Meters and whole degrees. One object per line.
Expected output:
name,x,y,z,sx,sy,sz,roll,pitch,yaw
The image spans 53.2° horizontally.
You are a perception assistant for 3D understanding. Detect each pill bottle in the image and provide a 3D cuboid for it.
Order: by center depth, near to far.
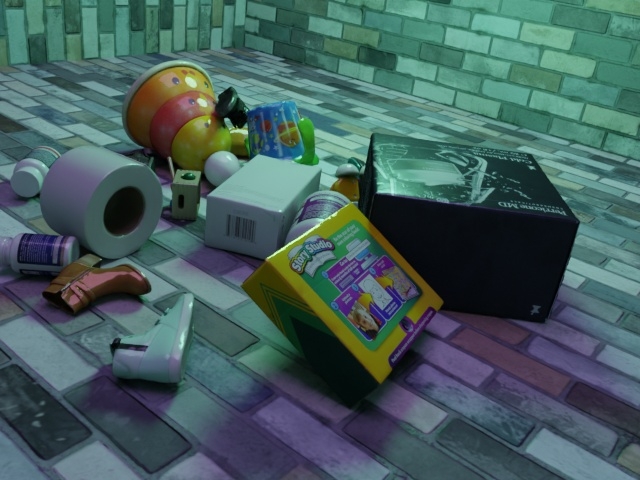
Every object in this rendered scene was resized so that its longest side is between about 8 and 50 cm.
pill bottle,-0.649,0.031,1.464,0.169,0.094,0.094,5,26,-7
pill bottle,0.000,0.000,1.618,0.169,0.169,0.302,9,26,4
pill bottle,-0.827,-0.198,1.862,0.107,0.108,0.180,5,26,-5

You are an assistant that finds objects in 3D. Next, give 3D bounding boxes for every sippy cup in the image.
sippy cup,-0.141,-0.335,2.109,0.305,0.224,0.240,-10,7,18

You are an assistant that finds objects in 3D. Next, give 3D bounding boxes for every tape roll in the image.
tape roll,-0.537,-0.096,1.584,0.169,0.246,0.246,21,29,28

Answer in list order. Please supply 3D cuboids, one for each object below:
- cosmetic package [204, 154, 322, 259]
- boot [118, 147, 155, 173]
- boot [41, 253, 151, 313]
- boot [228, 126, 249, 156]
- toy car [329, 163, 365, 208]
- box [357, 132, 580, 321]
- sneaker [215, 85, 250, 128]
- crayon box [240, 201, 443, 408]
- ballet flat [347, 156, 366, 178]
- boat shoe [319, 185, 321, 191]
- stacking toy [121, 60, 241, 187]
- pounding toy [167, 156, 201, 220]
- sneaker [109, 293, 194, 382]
cosmetic package,-0.152,-0.104,1.808,0.217,0.156,0.385,14,26,13
boot,-0.640,-0.224,2.013,0.228,0.091,0.263,-7,25,-16
boot,-0.485,0.110,1.394,0.197,0.073,0.152,15,34,14
boot,-0.213,-0.338,2.318,0.295,0.104,0.211,-13,33,-44
toy car,0.116,-0.153,2.019,0.181,0.159,0.136,-2,-9,-18
box,0.346,-0.054,1.690,0.479,0.298,0.472,7,28,0
sneaker,-0.281,-0.426,2.115,0.087,0.130,0.227,-36,22,8
crayon box,0.061,0.113,1.323,0.313,0.106,0.363,47,35,6
ballet flat,0.162,-0.232,2.243,0.074,0.074,0.203,-4,35,-22
boat shoe,-0.084,-0.175,2.074,0.083,0.065,0.183,-18,28,-41
stacking toy,-0.405,-0.339,2.131,0.350,0.351,0.480,-17,53,-41
pounding toy,-0.399,-0.151,1.845,0.100,0.141,0.130,4,26,-7
sneaker,-0.329,0.178,1.256,0.151,0.094,0.256,3,25,-3
